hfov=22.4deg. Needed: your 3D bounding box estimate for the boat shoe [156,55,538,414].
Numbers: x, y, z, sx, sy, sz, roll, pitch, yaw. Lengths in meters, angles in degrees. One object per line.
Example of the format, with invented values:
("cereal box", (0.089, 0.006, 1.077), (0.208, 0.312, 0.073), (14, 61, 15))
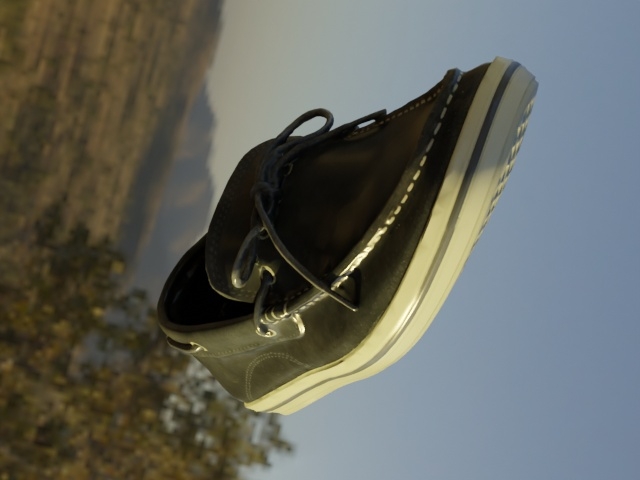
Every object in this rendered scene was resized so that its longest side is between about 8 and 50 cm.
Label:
("boat shoe", (0.000, 0.000, 1.190), (0.187, 0.156, 0.500), (-64, -169, -27))
